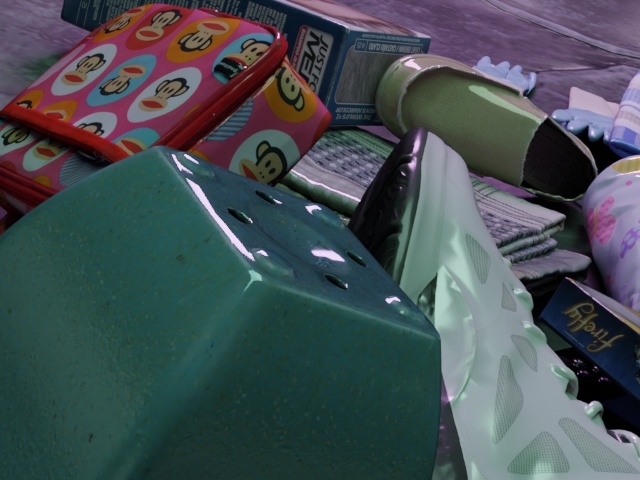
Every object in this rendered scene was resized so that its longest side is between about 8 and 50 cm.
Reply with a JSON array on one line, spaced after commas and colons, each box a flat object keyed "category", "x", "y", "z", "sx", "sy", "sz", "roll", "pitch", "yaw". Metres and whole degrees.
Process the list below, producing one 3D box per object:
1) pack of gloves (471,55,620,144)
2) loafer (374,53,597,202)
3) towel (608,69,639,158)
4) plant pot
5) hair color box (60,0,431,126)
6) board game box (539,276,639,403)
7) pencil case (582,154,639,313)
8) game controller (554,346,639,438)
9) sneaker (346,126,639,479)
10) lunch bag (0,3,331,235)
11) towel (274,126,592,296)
[{"category": "pack of gloves", "x": 0.257, "y": -0.153, "z": 1.883, "sx": 0.195, "sy": 0.046, "sz": 0.232, "roll": 23, "pitch": 18, "yaw": 10}, {"category": "loafer", "x": 0.178, "y": -0.111, "z": 1.615, "sx": 0.268, "sy": 0.102, "sz": 0.092, "roll": 20, "pitch": 3, "yaw": -27}, {"category": "towel", "x": 0.436, "y": -0.108, "z": 1.845, "sx": 0.209, "sy": 0.034, "sz": 0.285, "roll": 31, "pitch": 27, "yaw": 4}, {"category": "plant pot", "x": -0.074, "y": 0.097, "z": 0.931, "sx": 0.247, "sy": 0.252, "sz": 0.248, "roll": 21, "pitch": 20, "yaw": -40}, {"category": "hair color box", "x": -0.079, "y": -0.221, "z": 1.667, "sx": 0.347, "sy": 0.105, "sz": 0.174, "roll": 25, "pitch": 16, "yaw": 28}, {"category": "board game box", "x": 0.294, "y": 0.124, "z": 1.208, "sx": 0.165, "sy": 0.042, "sz": 0.243, "roll": 24, "pitch": 12, "yaw": -39}, {"category": "pencil case", "x": 0.318, "y": 0.024, "z": 1.485, "sx": 0.113, "sy": 0.124, "sz": 0.273, "roll": 16, "pitch": 26, "yaw": -11}, {"category": "game controller", "x": 0.306, "y": 0.177, "z": 1.260, "sx": 0.319, "sy": 0.067, "sz": 0.166, "roll": 35, "pitch": 33, "yaw": 30}, {"category": "sneaker", "x": 0.130, "y": 0.119, "z": 1.172, "sx": 0.257, "sy": 0.169, "sz": 0.447, "roll": 21, "pitch": 43, "yaw": -14}, {"category": "lunch bag", "x": -0.156, "y": -0.070, "z": 1.286, "sx": 0.258, "sy": 0.120, "sz": 0.293, "roll": -43, "pitch": 30, "yaw": -16}, {"category": "towel", "x": 0.081, "y": -0.039, "z": 1.472, "sx": 0.324, "sy": 0.056, "sz": 0.312, "roll": 29, "pitch": 14, "yaw": 20}]
